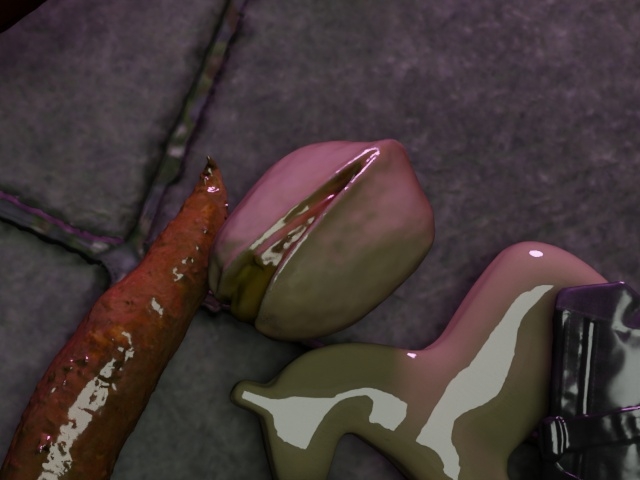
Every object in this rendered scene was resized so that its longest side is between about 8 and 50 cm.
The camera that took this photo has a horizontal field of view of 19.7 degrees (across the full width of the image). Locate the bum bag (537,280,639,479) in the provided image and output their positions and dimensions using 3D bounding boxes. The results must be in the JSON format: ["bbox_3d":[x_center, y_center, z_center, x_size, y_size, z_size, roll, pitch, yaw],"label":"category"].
[{"bbox_3d":[0.169,0.122,1.077,0.087,0.049,0.197,6,90,9],"label":"bum bag"}]

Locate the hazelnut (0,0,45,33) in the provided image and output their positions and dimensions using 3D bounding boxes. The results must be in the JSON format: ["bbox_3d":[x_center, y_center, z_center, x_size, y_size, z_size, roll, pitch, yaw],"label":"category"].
[{"bbox_3d":[-0.260,-0.286,0.944,0.421,0.353,0.420,4,104,18],"label":"hazelnut"}]

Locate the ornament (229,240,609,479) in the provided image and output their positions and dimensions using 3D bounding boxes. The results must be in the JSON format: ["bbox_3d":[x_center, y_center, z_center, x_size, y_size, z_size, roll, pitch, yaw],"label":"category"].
[{"bbox_3d":[0.089,0.102,1.109,0.245,0.061,0.230,39,80,-9],"label":"ornament"}]

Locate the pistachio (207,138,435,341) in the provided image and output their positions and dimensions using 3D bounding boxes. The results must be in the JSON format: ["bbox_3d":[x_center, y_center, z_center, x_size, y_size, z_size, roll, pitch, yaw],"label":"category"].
[{"bbox_3d":[0.000,0.000,1.073,0.113,0.113,0.149,50,48,-3],"label":"pistachio"}]

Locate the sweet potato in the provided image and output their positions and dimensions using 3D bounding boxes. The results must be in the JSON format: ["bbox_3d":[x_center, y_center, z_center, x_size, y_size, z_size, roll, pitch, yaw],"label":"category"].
[{"bbox_3d":[-0.132,0.090,1.062,0.066,0.072,0.314,28,82,7],"label":"sweet potato"}]
